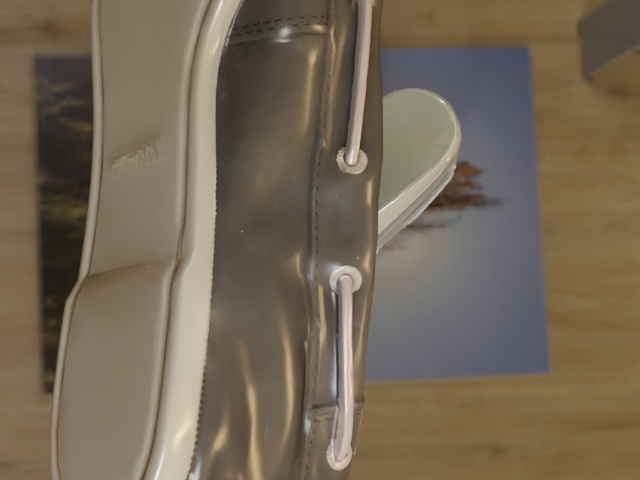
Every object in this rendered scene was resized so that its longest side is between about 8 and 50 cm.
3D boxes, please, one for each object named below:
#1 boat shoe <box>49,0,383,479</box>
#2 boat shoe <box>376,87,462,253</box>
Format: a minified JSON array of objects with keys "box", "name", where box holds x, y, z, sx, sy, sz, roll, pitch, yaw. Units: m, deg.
[{"box":[-0.024,-0.050,0.508,0.112,0.095,0.335,-4,-106,49],"name":"boat shoe"},{"box":[0.000,-0.001,0.861,0.079,0.227,0.081,51,1,21],"name":"boat shoe"}]
